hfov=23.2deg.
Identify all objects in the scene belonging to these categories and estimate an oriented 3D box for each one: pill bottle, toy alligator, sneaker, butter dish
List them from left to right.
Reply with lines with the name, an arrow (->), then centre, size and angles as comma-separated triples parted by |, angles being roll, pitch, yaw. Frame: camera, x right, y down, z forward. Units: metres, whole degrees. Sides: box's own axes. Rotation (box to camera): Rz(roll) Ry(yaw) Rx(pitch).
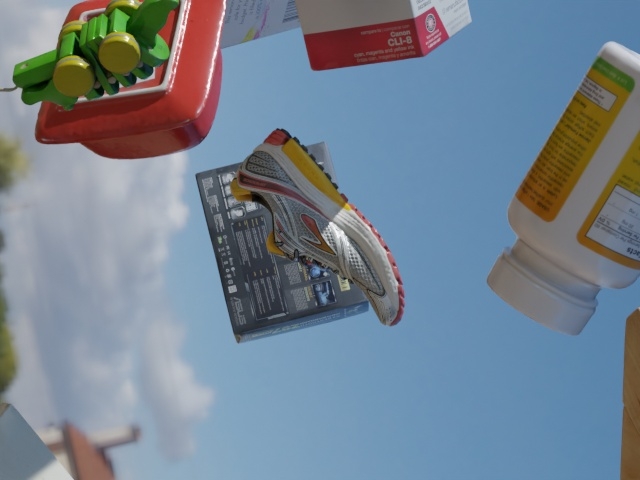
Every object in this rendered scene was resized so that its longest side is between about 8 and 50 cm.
toy alligator -> -0.169, -0.116, 1.086 | 0.051, 0.189, 0.056 | 53, 21, -35
butter dish -> -0.143, -0.126, 1.329 | 0.118, 0.160, 0.160 | 59, 32, -50
sneaker -> 0.000, 0.000, 1.536 | 0.225, 0.092, 0.088 | 48, -5, 12
pill bottle -> 0.254, -0.042, 1.408 | 0.246, 0.136, 0.136 | -60, -152, 13

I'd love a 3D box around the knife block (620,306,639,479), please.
knife block -> 0.416, 0.216, 1.575 | 0.242, 0.088, 0.276 | 22, -62, 55

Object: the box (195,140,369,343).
box -> -0.051, 0.002, 2.051 | 0.059, 0.183, 0.233 | 84, -9, -73

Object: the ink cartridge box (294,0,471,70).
ink cartridge box -> 0.050, -0.270, 1.495 | 0.128, 0.127, 0.176 | -40, 121, -53

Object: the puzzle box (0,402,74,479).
puzzle box -> -0.379, 0.441, 1.996 | 0.052, 0.272, 0.409 | -1, -49, 44

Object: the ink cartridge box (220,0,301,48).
ink cartridge box -> -0.121, -0.334, 1.808 | 0.119, 0.353, 0.207 | 45, -42, 29
